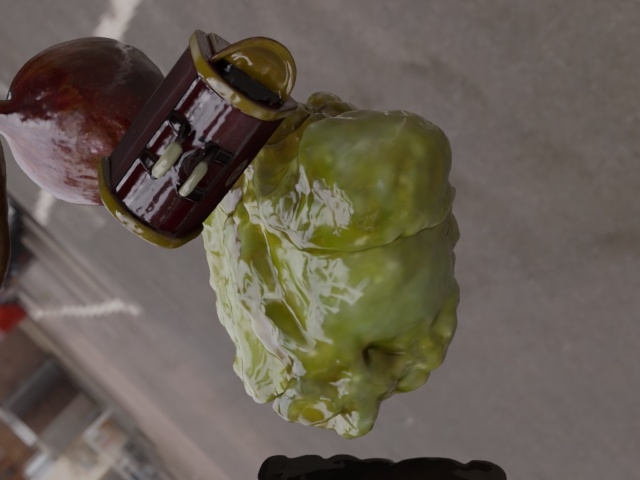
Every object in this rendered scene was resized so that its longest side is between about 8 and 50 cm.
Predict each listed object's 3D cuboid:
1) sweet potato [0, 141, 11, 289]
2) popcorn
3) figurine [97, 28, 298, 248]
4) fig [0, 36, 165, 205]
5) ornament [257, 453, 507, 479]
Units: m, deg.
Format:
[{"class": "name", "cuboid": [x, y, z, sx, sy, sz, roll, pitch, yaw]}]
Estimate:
[{"class": "sweet potato", "cuboid": [-0.251, 0.032, 1.034, 0.095, 0.355, 0.106, 18, -169, 15]}, {"class": "popcorn", "cuboid": [0.000, 0.000, 1.268, 0.225, 0.173, 0.286, 45, 145, 43]}, {"class": "figurine", "cuboid": [-0.076, -0.067, 1.037, 0.082, 0.154, 0.098, 37, -161, -7]}, {"class": "fig", "cuboid": [-0.250, -0.116, 1.594, 0.207, 0.175, 0.175, -1, -165, -28]}, {"class": "ornament", "cuboid": [0.069, 0.306, 1.446, 0.251, 0.106, 0.260, 2, 136, 15]}]
